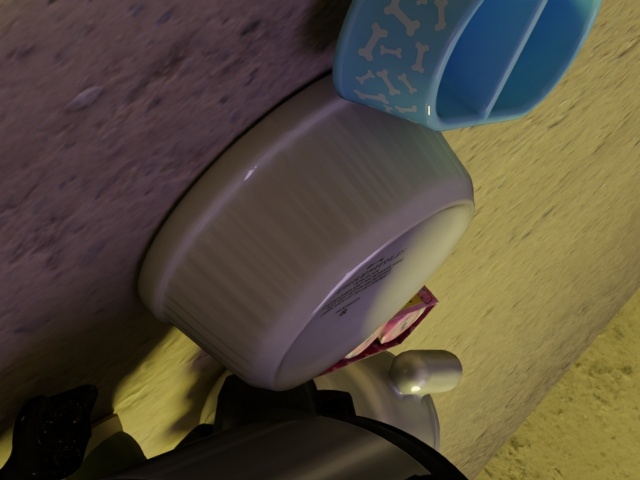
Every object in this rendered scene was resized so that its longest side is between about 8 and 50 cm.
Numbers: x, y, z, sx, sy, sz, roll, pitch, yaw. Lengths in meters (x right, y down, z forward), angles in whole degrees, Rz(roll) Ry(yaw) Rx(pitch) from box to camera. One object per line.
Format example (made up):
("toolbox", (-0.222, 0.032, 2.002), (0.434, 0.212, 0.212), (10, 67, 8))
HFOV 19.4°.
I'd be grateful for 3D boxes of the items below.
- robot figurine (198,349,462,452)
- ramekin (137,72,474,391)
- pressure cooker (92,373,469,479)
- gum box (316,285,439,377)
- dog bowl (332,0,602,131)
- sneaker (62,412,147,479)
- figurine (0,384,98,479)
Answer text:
("robot figurine", (0.005, 0.198, 1.867), (0.300, 0.199, 0.353), (-30, 168, 12))
("ramekin", (0.000, 0.000, 1.441), (0.273, 0.127, 0.273), (-39, 165, -12))
("pressure cooker", (-0.039, 0.321, 1.484), (0.420, 0.375, 0.370), (-12, 133, -60))
("gum box", (0.014, 0.050, 1.659), (0.062, 0.107, 0.188), (-50, 164, 24))
("dog bowl", (0.117, -0.158, 1.334), (0.297, 0.074, 0.166), (-15, 134, -62))
("sneaker", (-0.210, 0.244, 1.660), (0.064, 0.086, 0.192), (-21, 154, -54))
("figurine", (-0.272, 0.202, 1.412), (0.209, 0.092, 0.215), (-56, 162, 16))
